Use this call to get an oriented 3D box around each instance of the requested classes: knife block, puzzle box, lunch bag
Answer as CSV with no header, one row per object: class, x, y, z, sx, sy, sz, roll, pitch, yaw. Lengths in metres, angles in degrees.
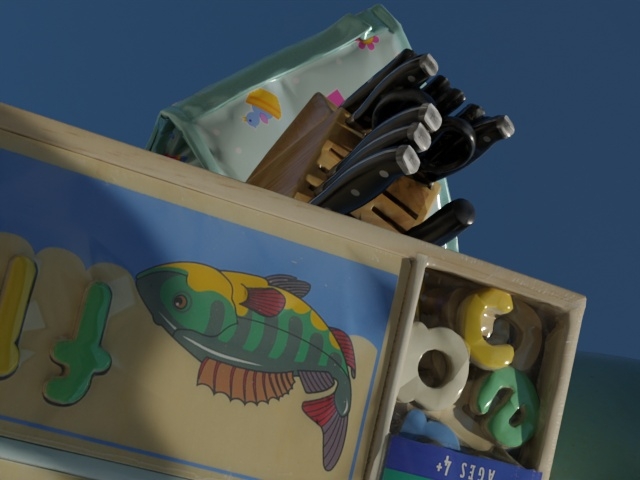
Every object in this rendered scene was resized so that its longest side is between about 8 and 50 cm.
knife block,0.000,0.000,1.088,0.088,0.242,0.276,38,-81,-13
puzzle box,-0.088,0.100,0.706,0.052,0.408,0.272,-2,-107,62
lunch bag,-0.018,-0.037,1.346,0.160,0.223,0.262,33,-38,45

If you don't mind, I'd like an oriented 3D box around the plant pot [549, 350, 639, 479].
plant pot,0.126,0.193,0.958,0.293,0.235,0.293,-44,-143,46
